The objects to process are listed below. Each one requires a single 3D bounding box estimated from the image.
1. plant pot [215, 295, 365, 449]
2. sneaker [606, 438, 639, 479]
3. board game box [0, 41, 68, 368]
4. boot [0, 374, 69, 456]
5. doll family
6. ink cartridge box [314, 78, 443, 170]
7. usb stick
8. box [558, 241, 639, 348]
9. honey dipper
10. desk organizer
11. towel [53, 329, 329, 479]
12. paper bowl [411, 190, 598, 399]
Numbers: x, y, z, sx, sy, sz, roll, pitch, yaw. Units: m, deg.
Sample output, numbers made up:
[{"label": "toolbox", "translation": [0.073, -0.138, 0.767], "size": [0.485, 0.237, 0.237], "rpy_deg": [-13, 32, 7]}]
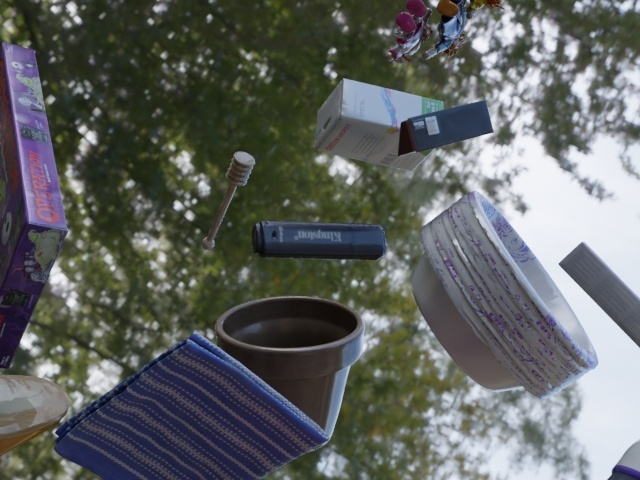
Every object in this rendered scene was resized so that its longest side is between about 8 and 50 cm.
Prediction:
[{"label": "plant pot", "translation": [-0.052, 0.247, 1.786], "size": [0.263, 0.263, 0.229], "rpy_deg": [10, -69, 30]}, {"label": "sneaker", "translation": [0.252, 0.320, 0.754], "size": [0.323, 0.236, 0.130], "rpy_deg": [48, -14, -33]}, {"label": "board game box", "translation": [-0.360, -0.050, 1.140], "size": [0.056, 0.347, 0.208], "rpy_deg": [15, -57, -33]}, {"label": "boot", "translation": [-0.468, 0.288, 1.253], "size": [0.104, 0.295, 0.211], "rpy_deg": [50, -42, 38]}, {"label": "doll family", "translation": [0.216, -0.363, 1.553], "size": [0.118, 0.263, 0.163], "rpy_deg": [34, -5, 10]}, {"label": "ink cartridge box", "translation": [0.111, -0.221, 1.927], "size": [0.212, 0.093, 0.154], "rpy_deg": [9, -22, -16]}, {"label": "usb stick", "translation": [0.000, 0.000, 1.981], "size": [0.278, 0.077, 0.045], "rpy_deg": [2, -12, -21]}, {"label": "box", "translation": [0.571, 0.138, 1.816], "size": [0.067, 0.063, 0.324], "rpy_deg": [-46, -106, 13]}, {"label": "honey dipper", "translation": [-0.127, -0.049, 1.340], "size": [0.030, 0.030, 0.160], "rpy_deg": [30, -55, 5]}, {"label": "desk organizer", "translation": [0.162, -0.149, 1.333], "size": [0.050, 0.130, 0.047], "rpy_deg": [-10, -84, 62]}, {"label": "towel", "translation": [-0.186, 0.272, 1.354], "size": [0.243, 0.040, 0.336], "rpy_deg": [40, -54, -19]}, {"label": "paper bowl", "translation": [0.232, 0.086, 1.333], "size": [0.148, 0.284, 0.284], "rpy_deg": [-37, -70, 14]}]
